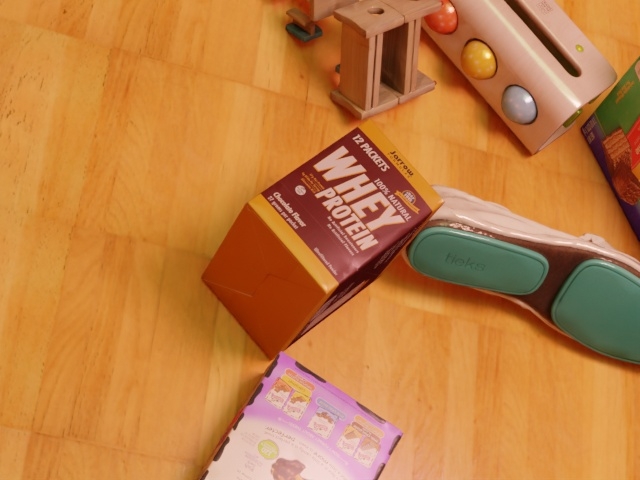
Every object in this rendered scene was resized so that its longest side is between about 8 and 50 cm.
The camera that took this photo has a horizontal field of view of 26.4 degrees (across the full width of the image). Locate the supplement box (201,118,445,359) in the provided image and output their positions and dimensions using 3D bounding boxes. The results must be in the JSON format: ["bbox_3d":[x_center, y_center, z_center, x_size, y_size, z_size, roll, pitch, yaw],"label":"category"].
[{"bbox_3d":[0.000,0.000,1.524,0.194,0.191,0.129,-36,81,-32],"label":"supplement box"}]

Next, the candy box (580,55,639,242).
[{"bbox_3d":[0.486,-0.082,1.706,0.122,0.268,0.317,-18,72,-20],"label":"candy box"}]

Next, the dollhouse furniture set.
[{"bbox_3d":[0.047,-0.268,1.743,0.129,0.129,0.183,-24,45,-30],"label":"dollhouse furniture set"}]

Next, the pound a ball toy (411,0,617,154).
[{"bbox_3d":[0.235,-0.290,1.753,0.135,0.208,0.319,-35,81,-31],"label":"pound a ball toy"}]

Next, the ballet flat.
[{"bbox_3d":[0.281,0.027,1.663,0.400,0.139,0.139,21,59,-13],"label":"ballet flat"}]

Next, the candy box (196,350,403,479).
[{"bbox_3d":[-0.030,0.247,1.458,0.165,0.070,0.196,34,57,-2],"label":"candy box"}]
